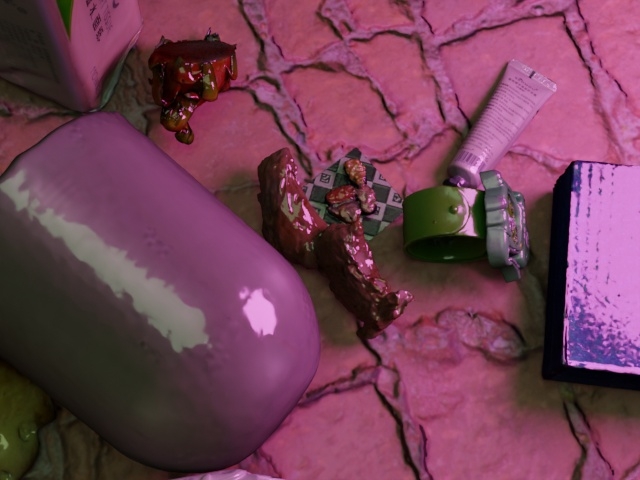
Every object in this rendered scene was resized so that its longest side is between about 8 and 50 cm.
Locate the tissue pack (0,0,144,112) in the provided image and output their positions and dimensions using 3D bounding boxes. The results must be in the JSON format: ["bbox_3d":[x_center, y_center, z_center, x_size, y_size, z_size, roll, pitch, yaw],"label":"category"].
[{"bbox_3d":[-0.416,-0.380,1.306,0.331,0.405,0.205,23,70,5],"label":"tissue pack"}]

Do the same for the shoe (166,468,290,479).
[{"bbox_3d":[-0.143,0.312,1.121,0.363,0.160,0.132,12,55,-42],"label":"shoe"}]

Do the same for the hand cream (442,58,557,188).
[{"bbox_3d":[0.245,-0.156,1.448,0.080,0.050,0.234,34,69,9],"label":"hand cream"}]

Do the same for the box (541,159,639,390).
[{"bbox_3d":[0.435,0.055,1.346,0.261,0.116,0.279,8,72,-1],"label":"box"}]

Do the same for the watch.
[{"bbox_3d":[0.188,-0.009,1.360,0.152,0.165,0.131,-8,72,21],"label":"watch"}]

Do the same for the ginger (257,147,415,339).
[{"bbox_3d":[0.001,0.002,1.357,0.084,0.122,0.290,-27,70,-40],"label":"ginger"}]

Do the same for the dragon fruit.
[{"bbox_3d":[-0.187,-0.222,1.421,0.138,0.142,0.175,15,91,43],"label":"dragon fruit"}]

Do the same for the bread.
[{"bbox_3d":[-0.464,0.204,1.261,0.133,0.251,0.174,4,67,45],"label":"bread"}]

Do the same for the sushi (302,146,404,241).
[{"bbox_3d":[0.040,-0.055,1.413,0.126,0.026,0.120,-38,78,-12],"label":"sushi"}]

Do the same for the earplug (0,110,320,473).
[{"bbox_3d":[-0.197,0.087,1.212,0.394,0.313,0.313,40,75,8],"label":"earplug"}]
